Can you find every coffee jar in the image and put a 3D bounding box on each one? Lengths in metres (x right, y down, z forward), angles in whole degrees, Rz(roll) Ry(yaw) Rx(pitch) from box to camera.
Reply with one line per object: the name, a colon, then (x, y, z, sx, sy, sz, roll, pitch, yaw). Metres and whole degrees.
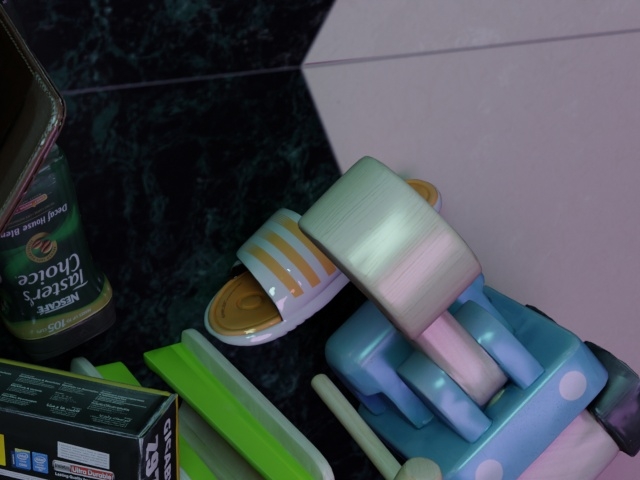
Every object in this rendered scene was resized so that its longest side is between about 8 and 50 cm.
coffee jar: (-0.236, 0.010, 1.505, 0.096, 0.079, 0.184, -28, 127, -18)

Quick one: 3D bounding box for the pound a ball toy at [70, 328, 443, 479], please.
pound a ball toy: (-0.061, 0.202, 1.565, 0.208, 0.319, 0.136, -14, 121, -28)

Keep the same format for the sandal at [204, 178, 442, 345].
sandal: (-0.006, -0.004, 1.644, 0.265, 0.102, 0.076, -35, 128, -24)

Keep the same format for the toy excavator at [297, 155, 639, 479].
toy excavator: (0.100, 0.092, 1.587, 0.222, 0.433, 0.445, -46, 110, -5)

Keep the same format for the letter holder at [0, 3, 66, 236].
letter holder: (-0.341, -0.038, 1.296, 0.152, 0.214, 0.302, 23, 109, -39)

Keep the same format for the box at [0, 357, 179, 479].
box: (-0.272, 0.217, 1.457, 0.079, 0.322, 0.257, -52, 147, -59)

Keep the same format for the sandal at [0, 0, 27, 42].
sandal: (-0.270, -0.203, 1.394, 0.067, 0.040, 0.179, -32, 128, -13)
